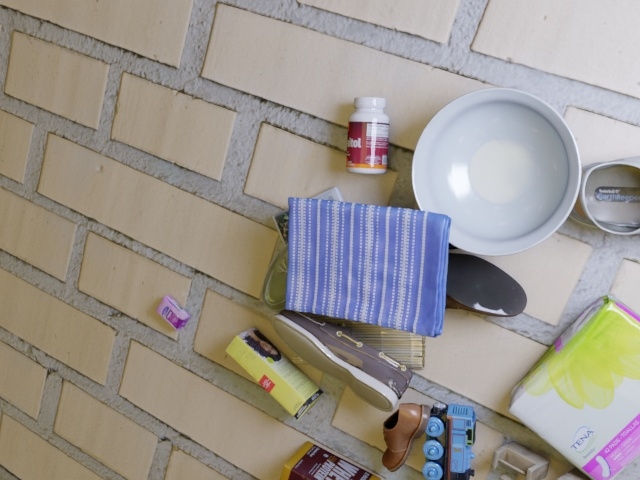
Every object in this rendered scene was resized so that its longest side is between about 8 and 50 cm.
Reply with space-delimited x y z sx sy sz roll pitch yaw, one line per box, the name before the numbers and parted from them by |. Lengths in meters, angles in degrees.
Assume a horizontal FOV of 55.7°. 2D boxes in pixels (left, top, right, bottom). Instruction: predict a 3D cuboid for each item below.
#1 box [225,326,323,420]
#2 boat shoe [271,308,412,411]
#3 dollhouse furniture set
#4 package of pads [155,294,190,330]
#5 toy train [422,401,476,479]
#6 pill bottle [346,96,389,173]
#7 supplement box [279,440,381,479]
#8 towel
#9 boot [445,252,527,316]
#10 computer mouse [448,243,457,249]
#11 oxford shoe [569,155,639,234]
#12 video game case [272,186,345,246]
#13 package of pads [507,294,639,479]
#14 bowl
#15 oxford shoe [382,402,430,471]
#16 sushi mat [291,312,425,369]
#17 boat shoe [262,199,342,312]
box | -0.106 0.304 1.401 0.232 0.087 0.058 41 111 12
boat shoe | 0.042 0.236 1.301 0.324 0.096 0.116 31 148 20
dollhouse furniture set | 0.441 0.496 1.187 0.184 0.129 0.129 21 107 45
package of pads | -0.373 0.183 1.529 0.083 0.032 0.050 41 113 13
toy train | 0.269 0.428 1.262 0.105 0.080 0.184 2 98 17
pill bottle | 0.098 -0.214 1.244 0.086 0.086 0.152 6 98 23
supplement box | 0.004 0.600 1.368 0.194 0.129 0.191 21 104 19
towel | 0.082 0.050 1.179 0.336 0.040 0.243 8 104 23
boot | 0.255 0.094 1.221 0.305 0.112 0.115 16 146 16
computer mouse | 0.299 -0.015 1.216 0.242 0.041 0.071 -2 80 18
oxford shoe | 0.639 -0.078 1.008 0.449 0.130 0.169 -1 95 22
video game case | 0.000 0.000 1.350 0.173 0.022 0.190 -23 88 24
package of pads | 0.519 0.272 1.118 0.229 0.101 0.296 39 109 14
bowl | 0.328 -0.127 1.127 0.298 0.134 0.297 4 99 25
oxford shoe | 0.161 0.410 1.281 0.076 0.076 0.212 15 125 -2
sushi mat | 0.076 0.209 1.347 0.317 0.019 0.151 -3 95 24
boat shoe | -0.047 0.036 1.310 0.109 0.094 0.302 39 110 14
